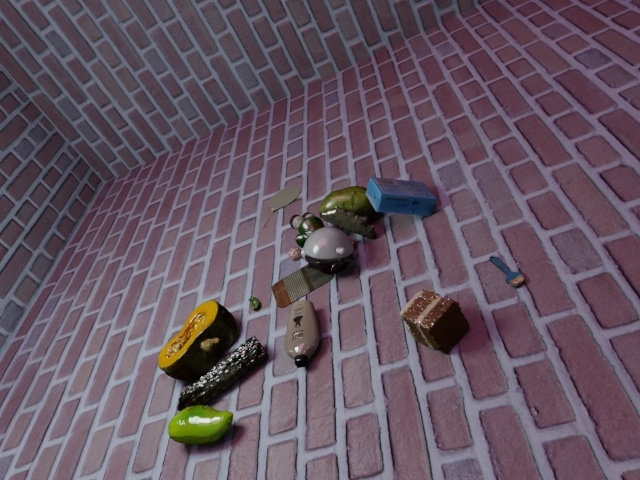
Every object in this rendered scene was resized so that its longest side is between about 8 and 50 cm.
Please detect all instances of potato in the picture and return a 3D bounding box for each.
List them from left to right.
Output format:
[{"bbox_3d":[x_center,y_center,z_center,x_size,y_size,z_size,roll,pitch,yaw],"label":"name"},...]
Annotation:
[{"bbox_3d":[0.117,-0.147,2.052,0.254,0.186,0.148,-10,68,-17],"label":"potato"}]

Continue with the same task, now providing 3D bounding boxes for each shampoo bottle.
[{"bbox_3d":[-0.062,0.318,1.715,0.127,0.078,0.256,-18,39,13],"label":"shampoo bottle"}]

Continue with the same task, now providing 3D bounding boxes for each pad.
[{"bbox_3d":[-0.106,0.105,2.030,0.250,0.055,0.323,-31,52,1],"label":"pad"}]

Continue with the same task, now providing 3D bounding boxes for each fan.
[{"bbox_3d":[-0.213,-0.168,2.483,0.182,0.010,0.310,1,43,39],"label":"fan"}]

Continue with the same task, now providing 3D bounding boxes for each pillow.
[{"bbox_3d":[0.113,-0.078,1.954,0.241,0.093,0.051,22,39,3],"label":"pillow"}]

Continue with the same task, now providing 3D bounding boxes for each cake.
[{"bbox_3d":[0.330,0.232,1.482,0.134,0.135,0.147,-42,31,-14],"label":"cake"}]

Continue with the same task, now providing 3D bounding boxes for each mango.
[{"bbox_3d":[-0.374,0.580,1.602,0.233,0.111,0.125,-18,42,17],"label":"mango"}]

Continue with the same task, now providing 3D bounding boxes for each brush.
[{"bbox_3d":[0.574,0.092,1.569,0.051,0.014,0.164,-31,34,-1],"label":"brush"}]

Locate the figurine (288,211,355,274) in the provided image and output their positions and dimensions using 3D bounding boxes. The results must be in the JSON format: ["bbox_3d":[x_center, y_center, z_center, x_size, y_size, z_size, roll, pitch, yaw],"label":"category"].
[{"bbox_3d":[0.000,0.000,1.942,0.282,0.167,0.370,-11,33,-23],"label":"figurine"}]

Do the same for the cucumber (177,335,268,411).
[{"bbox_3d":[-0.346,0.467,1.734,0.360,0.096,0.096,-36,35,-9],"label":"cucumber"}]

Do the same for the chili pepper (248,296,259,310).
[{"bbox_3d":[-0.261,0.247,1.997,0.034,0.030,0.091,-55,31,11],"label":"chili pepper"}]

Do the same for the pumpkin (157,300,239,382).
[{"bbox_3d":[-0.443,0.381,1.873,0.222,0.139,0.317,9,50,46],"label":"pumpkin"}]

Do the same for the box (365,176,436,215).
[{"bbox_3d":[0.306,-0.168,1.931,0.233,0.083,0.142,4,31,-17],"label":"box"}]
